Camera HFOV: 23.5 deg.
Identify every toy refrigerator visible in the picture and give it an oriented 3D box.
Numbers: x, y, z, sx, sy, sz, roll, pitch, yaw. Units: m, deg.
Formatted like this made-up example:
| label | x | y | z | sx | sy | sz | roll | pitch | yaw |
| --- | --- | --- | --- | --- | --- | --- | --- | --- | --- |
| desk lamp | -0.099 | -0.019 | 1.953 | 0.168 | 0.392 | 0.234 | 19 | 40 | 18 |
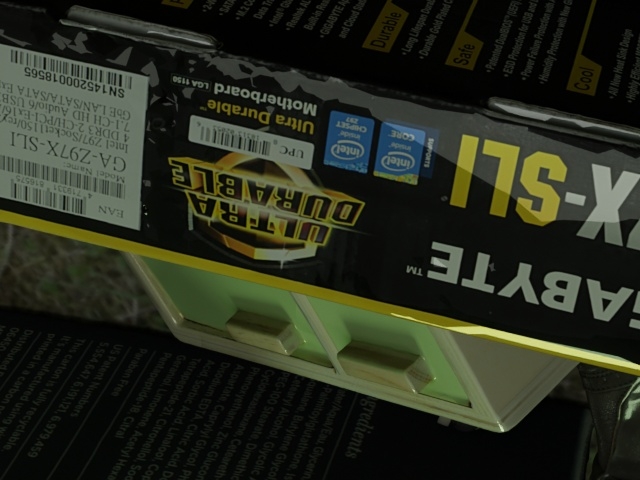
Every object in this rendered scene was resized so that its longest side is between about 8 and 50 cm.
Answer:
| label | x | y | z | sx | sy | sz | roll | pitch | yaw |
| --- | --- | --- | --- | --- | --- | --- | --- | --- | --- |
| toy refrigerator | 0.000 | 0.000 | 0.674 | 0.269 | 0.094 | 0.102 | 8 | 133 | 57 |

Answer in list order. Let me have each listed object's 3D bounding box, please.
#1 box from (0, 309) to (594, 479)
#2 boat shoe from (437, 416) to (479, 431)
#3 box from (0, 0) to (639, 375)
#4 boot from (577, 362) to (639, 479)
| label | x | y | z | sx | sy | sz | roll | pitch | yaw |
| --- | --- | --- | --- | --- | --- | --- | --- | --- | --- |
| box | -0.066 | 0.234 | 0.865 | 0.395 | 0.212 | 0.293 | 8 | 124 | 12 |
| boat shoe | 0.127 | 0.031 | 0.752 | 0.065 | 0.075 | 0.206 | 32 | 121 | -2 |
| box | 0.045 | -0.093 | 0.542 | 0.257 | 0.322 | 0.079 | 11 | 124 | 10 |
| boot | 0.218 | 0.068 | 0.665 | 0.263 | 0.091 | 0.229 | -9 | 111 | 29 |
